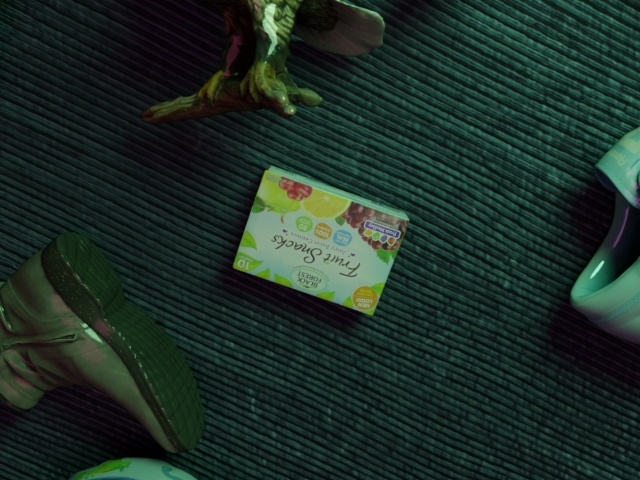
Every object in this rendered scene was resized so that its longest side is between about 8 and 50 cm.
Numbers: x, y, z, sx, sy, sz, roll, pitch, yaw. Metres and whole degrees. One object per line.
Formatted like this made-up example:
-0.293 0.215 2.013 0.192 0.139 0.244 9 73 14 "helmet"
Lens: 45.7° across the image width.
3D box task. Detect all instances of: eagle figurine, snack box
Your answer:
-0.072 -0.241 0.564 0.226 0.225 0.299 -7 104 3 "eagle figurine"
0.000 0.000 0.717 0.141 0.037 0.100 19 105 -3 "snack box"

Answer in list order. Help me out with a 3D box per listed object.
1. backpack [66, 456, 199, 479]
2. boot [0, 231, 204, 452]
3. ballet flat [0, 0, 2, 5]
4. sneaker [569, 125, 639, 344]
-0.236 0.371 0.725 0.355 0.273 0.290 -32 94 -4 "backpack"
-0.236 0.125 0.742 0.161 0.083 0.247 -33 95 16 "boot"
-0.345 -0.148 0.659 0.095 0.096 0.281 15 104 -3 "ballet flat"
0.324 -0.073 0.643 0.150 0.135 0.366 16 103 -6 "sneaker"
